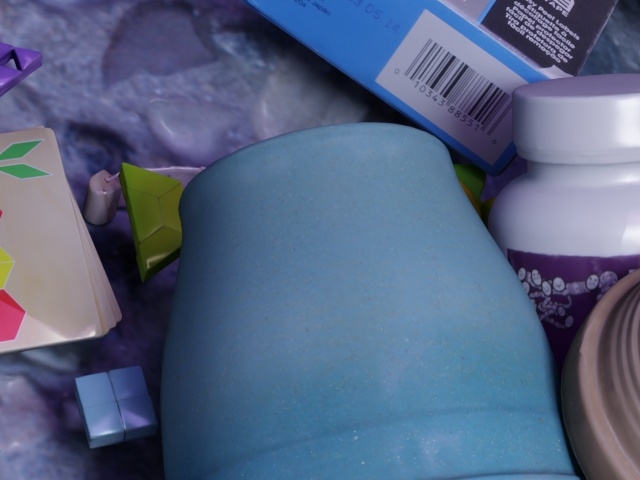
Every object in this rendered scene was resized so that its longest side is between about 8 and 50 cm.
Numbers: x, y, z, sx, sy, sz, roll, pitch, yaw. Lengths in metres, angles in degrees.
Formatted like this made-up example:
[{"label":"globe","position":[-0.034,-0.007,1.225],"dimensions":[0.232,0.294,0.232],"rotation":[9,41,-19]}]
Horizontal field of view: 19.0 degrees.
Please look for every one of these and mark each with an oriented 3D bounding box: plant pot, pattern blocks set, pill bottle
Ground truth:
[{"label":"plant pot","position":[0.020,0.073,1.206],"dimensions":[0.272,0.271,0.255],"rotation":[-1,68,-26]},{"label":"pattern blocks set","position":[-0.228,0.001,1.282],"dimensions":[0.285,0.026,0.325],"rotation":[-1,59,-12]},{"label":"plant pot","position":[0.268,0.085,1.107],"dimensions":[0.237,0.109,0.237],"rotation":[9,50,-11]},{"label":"pill bottle","position":[0.199,0.043,1.297],"dimensions":[0.169,0.169,0.301],"rotation":[-11,102,-31]}]

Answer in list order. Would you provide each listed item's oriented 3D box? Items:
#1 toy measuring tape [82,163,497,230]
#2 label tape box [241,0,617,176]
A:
[{"label":"toy measuring tape","position":[0.000,0.000,1.372],"dimensions":[0.330,0.121,0.121],"rotation":[0,60,-16]},{"label":"label tape box","position":[0.111,-0.224,1.513],"dimensions":[0.241,0.106,0.333],"rotation":[35,37,-1]}]
